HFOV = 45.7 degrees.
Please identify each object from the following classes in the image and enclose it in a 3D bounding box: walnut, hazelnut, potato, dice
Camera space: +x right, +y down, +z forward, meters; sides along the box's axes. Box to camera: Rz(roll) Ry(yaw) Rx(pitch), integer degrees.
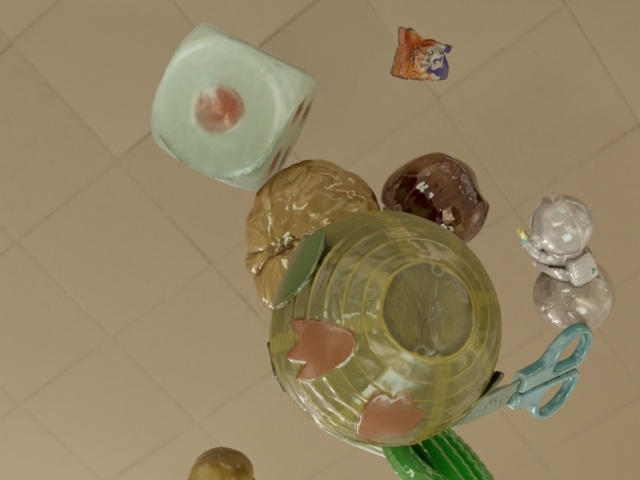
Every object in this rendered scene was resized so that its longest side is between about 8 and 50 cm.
[{"bbox_3d":[0.000,0.000,1.390,0.285,0.285,0.296,-11,90,4],"label":"walnut"},{"bbox_3d":[0.250,-0.089,1.683,0.218,0.234,0.218,-24,135,-26],"label":"hazelnut"},{"bbox_3d":[-0.214,0.512,1.642,0.137,0.176,0.137,-1,82,4],"label":"potato"},{"bbox_3d":[-0.174,-0.273,1.569,0.265,0.262,0.268,26,103,3],"label":"dice"}]

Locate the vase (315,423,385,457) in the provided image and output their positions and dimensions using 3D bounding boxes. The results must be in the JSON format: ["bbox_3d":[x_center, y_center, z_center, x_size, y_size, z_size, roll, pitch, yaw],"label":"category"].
[{"bbox_3d":[0.084,0.384,1.641,0.248,0.128,0.128,28,116,29],"label":"vase"}]

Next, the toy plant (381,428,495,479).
[{"bbox_3d":[0.134,0.266,0.893,0.240,0.155,0.088,44,106,20],"label":"toy plant"}]

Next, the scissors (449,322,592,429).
[{"bbox_3d":[0.294,0.250,1.221,0.447,0.029,0.192,-10,123,-40],"label":"scissors"}]

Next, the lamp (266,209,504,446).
[{"bbox_3d":[0.057,0.093,0.823,0.250,0.284,0.250,3,78,-16],"label":"lamp"}]

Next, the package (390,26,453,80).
[{"bbox_3d":[0.160,-0.290,1.198,0.111,0.033,0.077,4,115,-24],"label":"package"}]

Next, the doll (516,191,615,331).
[{"bbox_3d":[0.430,0.037,1.322,0.151,0.151,0.287,-18,127,7],"label":"doll"}]
